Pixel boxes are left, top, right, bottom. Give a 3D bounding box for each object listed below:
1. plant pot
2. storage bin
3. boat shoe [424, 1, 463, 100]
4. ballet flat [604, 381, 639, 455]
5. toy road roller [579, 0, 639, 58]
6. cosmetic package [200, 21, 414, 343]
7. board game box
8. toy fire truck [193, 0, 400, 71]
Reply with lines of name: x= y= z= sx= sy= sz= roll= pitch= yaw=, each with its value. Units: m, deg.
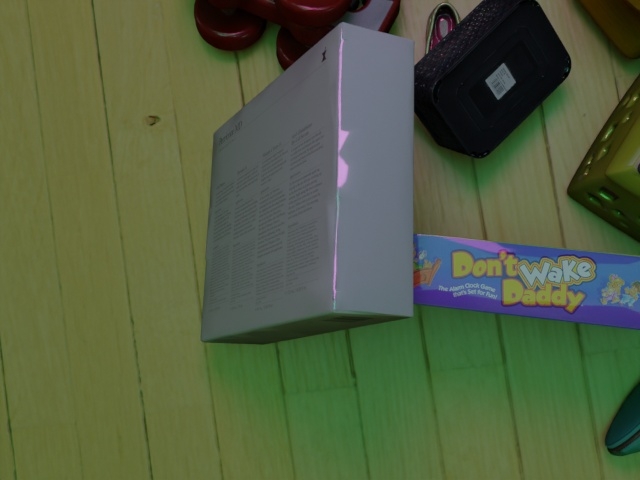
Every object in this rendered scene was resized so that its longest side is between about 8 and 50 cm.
plant pot: x=0.453 y=-0.100 z=0.987 sx=0.227 sy=0.207 sz=0.228 roll=33 pitch=93 yaw=9
storage bin: x=0.206 y=-0.204 z=1.054 sx=0.180 sy=0.084 sz=0.122 roll=-44 pitch=118 yaw=-6
boat shoe: x=0.162 y=-0.230 z=1.112 sx=0.063 sy=0.059 sz=0.170 roll=-5 pitch=87 yaw=8
ballet flat: x=0.449 y=0.175 z=1.036 sx=0.087 sy=0.083 sz=0.247 roll=30 pitch=93 yaw=-5
toy road roller: x=0.461 y=-0.366 z=1.033 sx=0.329 sy=0.240 sz=0.202 roll=-29 pitch=80 yaw=-32
cosmetic package: x=-0.029 y=-0.036 z=0.961 sx=0.097 sy=0.377 sz=0.284 roll=5 pitch=78 yaw=-26
board game box: x=0.228 y=0.048 z=0.997 sx=0.347 sy=0.233 sz=0.078 roll=6 pitch=88 yaw=8
toy fire truck: x=-0.030 y=-0.372 z=1.111 sx=0.302 sy=0.169 sz=0.254 roll=23 pitch=71 yaw=8
